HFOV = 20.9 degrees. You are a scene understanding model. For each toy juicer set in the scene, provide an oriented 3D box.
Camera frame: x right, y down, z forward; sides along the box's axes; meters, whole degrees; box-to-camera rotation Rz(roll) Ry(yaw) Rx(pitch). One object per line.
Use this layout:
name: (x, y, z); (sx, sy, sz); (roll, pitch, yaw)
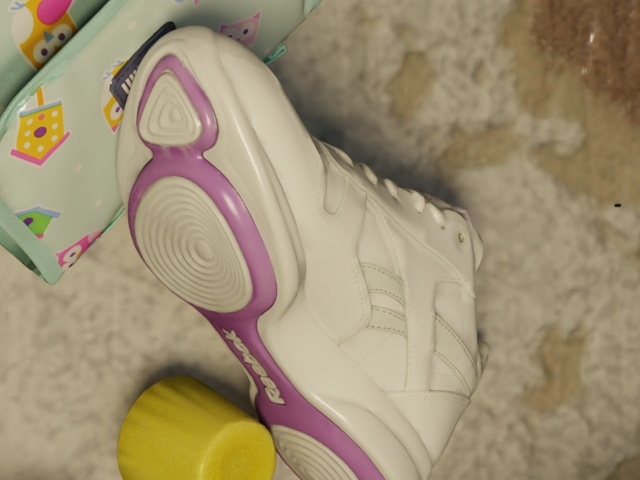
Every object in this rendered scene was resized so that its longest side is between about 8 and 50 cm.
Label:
toy juicer set: (-0.137, 0.236, 0.876); (0.329, 0.089, 0.209); (-39, 124, -29)

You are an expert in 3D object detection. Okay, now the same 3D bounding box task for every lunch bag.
lunch bag: (-0.142, -0.132, 0.838); (0.223, 0.160, 0.262); (-49, 118, -11)

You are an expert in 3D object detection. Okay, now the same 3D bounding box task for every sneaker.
sneaker: (0.000, 0.000, 0.881); (0.152, 0.114, 0.305); (-49, 134, -26)
